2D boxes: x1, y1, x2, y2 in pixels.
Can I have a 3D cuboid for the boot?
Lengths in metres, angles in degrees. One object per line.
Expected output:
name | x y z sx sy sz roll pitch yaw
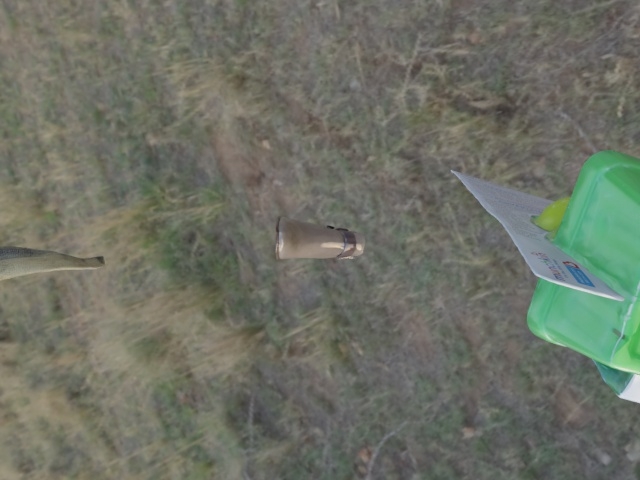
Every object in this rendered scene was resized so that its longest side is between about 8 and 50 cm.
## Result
boot | 0.000 0.000 0.799 0.118 0.086 0.042 -94 8 -87

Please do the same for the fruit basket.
fruit basket | 0.288 0.025 0.700 0.353 0.326 0.166 -106 31 -79

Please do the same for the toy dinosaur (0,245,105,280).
toy dinosaur | -0.255 0.038 0.499 0.118 0.268 0.064 62 139 42
